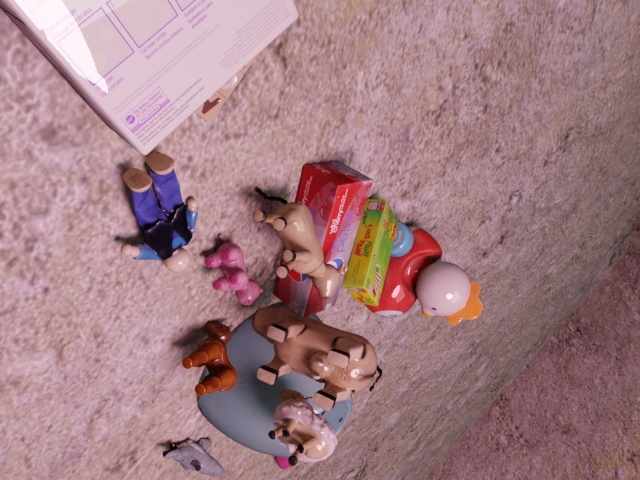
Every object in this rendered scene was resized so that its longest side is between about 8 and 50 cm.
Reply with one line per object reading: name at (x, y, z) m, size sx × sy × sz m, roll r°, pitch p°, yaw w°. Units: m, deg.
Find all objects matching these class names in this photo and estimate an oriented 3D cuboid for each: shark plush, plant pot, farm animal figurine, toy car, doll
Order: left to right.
doll at (-0.212, -0.023, 0.776) m, size 0.129 × 0.046 × 0.189 m, roll -45°, pitch 151°, yaw -29°
shark plush at (-0.236, 0.404, 1.089) m, size 0.073 × 0.067 × 0.161 m, roll -42°, pitch 144°, yaw -16°
plant pot at (-0.055, 0.289, 1.093) m, size 0.290 × 0.195 × 0.290 m, roll -30°, pitch 139°, yaw -30°
farm animal figurine at (-0.039, 0.131, 0.918) m, size 0.330 × 0.326 × 0.172 m, roll -58°, pitch 164°, yaw 17°
toy car at (0.221, 0.105, 1.218) m, size 0.210 × 0.238 × 0.219 m, roll -56°, pitch 145°, yaw 2°

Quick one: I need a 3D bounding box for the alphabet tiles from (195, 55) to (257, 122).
alphabet tiles at (-0.170, -0.241, 0.673) m, size 0.198 × 0.009 × 0.237 m, roll -55°, pitch 145°, yaw 1°

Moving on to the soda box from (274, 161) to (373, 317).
soda box at (0.000, 0.000, 1.008) m, size 0.092 × 0.083 × 0.263 m, roll -14°, pitch 128°, yaw -44°

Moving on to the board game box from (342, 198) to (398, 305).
board game box at (0.099, 0.022, 1.110) m, size 0.092 × 0.043 × 0.181 m, roll 51°, pitch 50°, yaw -55°

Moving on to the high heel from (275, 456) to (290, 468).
high heel at (-0.025, 0.458, 1.335) m, size 0.082 × 0.117 × 0.244 m, roll 2°, pitch 117°, yaw -50°

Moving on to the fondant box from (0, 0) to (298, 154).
fondant box at (-0.187, -0.278, 0.535) m, size 0.238 × 0.096 × 0.330 m, roll -45°, pitch 142°, yaw -11°
